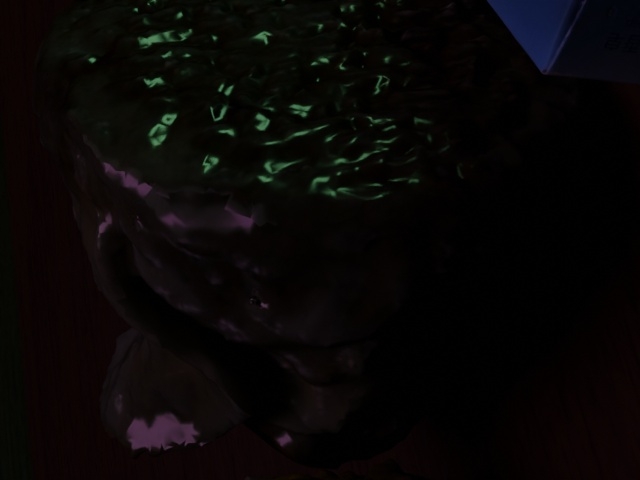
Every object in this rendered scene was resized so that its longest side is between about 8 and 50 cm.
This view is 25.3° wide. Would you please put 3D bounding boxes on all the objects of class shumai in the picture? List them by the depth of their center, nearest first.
[{"bbox_3d":[0.000,0.000,1.009,0.395,0.395,0.348,-123,22,-52],"label":"shumai"}]

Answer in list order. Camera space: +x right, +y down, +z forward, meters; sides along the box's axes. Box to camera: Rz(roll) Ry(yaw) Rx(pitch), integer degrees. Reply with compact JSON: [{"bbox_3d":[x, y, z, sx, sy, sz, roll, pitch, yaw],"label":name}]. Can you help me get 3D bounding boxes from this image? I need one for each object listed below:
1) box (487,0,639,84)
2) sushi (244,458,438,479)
[{"bbox_3d":[0.156,-0.181,0.827,0.232,0.142,0.083,-117,37,-47],"label":"box"},{"bbox_3d":[0.029,0.345,0.932,0.351,0.240,0.397,-38,56,58],"label":"sushi"}]
